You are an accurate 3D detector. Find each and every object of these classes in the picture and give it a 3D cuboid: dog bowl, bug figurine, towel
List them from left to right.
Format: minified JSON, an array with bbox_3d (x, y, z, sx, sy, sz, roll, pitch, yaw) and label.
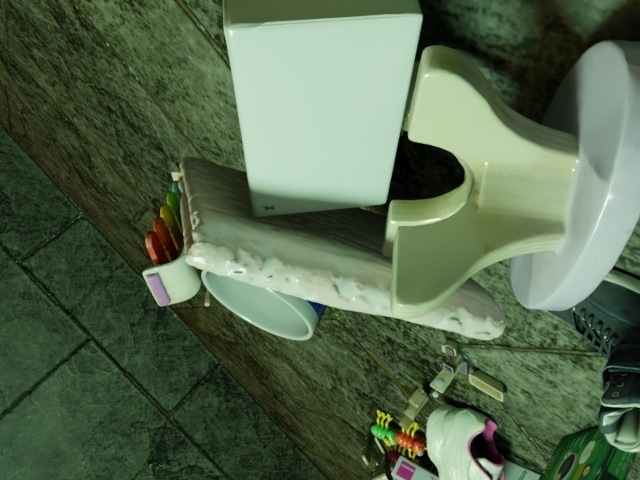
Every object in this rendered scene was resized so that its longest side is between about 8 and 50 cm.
[{"bbox_3d":[-0.112,0.096,1.232,0.264,0.104,0.265,23,153,12],"label":"dog bowl"},{"bbox_3d":[0.000,0.000,0.676,0.331,0.053,0.317,15,-166,-21],"label":"towel"},{"bbox_3d":[0.236,0.561,1.533,0.216,0.072,0.279,12,141,52],"label":"bug figurine"}]

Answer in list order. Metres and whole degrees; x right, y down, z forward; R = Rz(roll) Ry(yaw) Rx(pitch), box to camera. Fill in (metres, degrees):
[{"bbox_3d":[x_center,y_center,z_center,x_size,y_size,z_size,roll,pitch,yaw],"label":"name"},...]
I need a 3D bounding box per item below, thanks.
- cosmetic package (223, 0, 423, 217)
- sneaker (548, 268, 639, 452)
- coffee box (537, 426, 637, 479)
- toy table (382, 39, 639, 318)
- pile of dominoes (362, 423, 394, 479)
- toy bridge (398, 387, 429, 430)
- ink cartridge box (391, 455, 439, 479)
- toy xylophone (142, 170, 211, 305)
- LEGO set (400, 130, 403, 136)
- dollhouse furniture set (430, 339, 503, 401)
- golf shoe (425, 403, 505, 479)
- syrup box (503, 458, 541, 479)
[{"bbox_3d":[-0.011,-0.177,0.522,0.224,0.138,0.225,92,172,-60],"label":"cosmetic package"},{"bbox_3d":[0.291,0.114,0.603,0.226,0.163,0.086,17,146,50],"label":"sneaker"},{"bbox_3d":[0.388,0.331,0.861,0.040,0.113,0.184,37,154,11],"label":"coffee box"},{"bbox_3d":[0.143,-0.045,0.491,0.160,0.252,0.274,6,138,3],"label":"toy table"},{"bbox_3d":[0.186,0.623,1.598,0.196,0.040,0.251,61,-170,2],"label":"pile of dominoes"},{"bbox_3d":[0.205,0.351,1.250,0.026,0.063,0.188,36,153,20],"label":"toy bridge"},{"bbox_3d":[0.289,0.662,1.482,0.185,0.065,0.311,21,152,30],"label":"ink cartridge box"},{"bbox_3d":[-0.293,0.009,1.285,0.081,0.323,0.236,-3,129,5],"label":"toy xylophone"},{"bbox_3d":[0.067,-0.152,0.707,0.083,0.023,0.054,36,155,21],"label":"LEGO set"},{"bbox_3d":[0.243,0.241,0.986,0.114,0.081,0.091,27,151,35],"label":"dollhouse furniture set"},{"bbox_3d":[0.287,0.472,1.118,0.140,0.115,0.306,-15,80,47],"label":"golf shoe"},{"bbox_3d":[0.371,0.511,1.200,0.237,0.096,0.093,5,135,57],"label":"syrup box"}]
